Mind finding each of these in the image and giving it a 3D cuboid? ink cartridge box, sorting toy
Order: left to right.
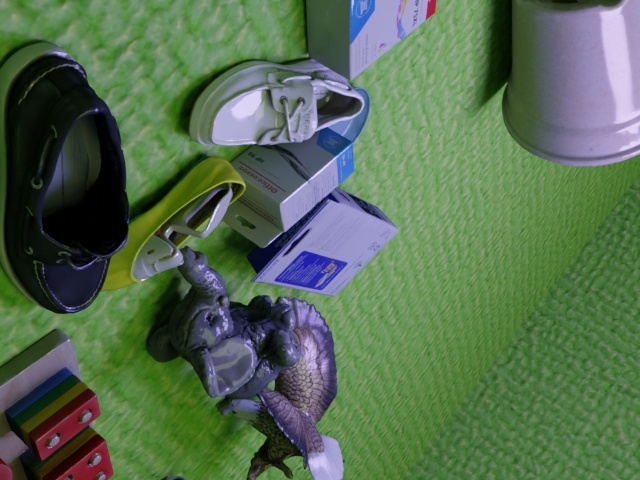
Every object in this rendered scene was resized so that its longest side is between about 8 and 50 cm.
[{"bbox_3d":[-0.372,0.280,1.128,0.255,0.089,0.257,-38,149,-33],"label":"sorting toy"},{"bbox_3d":[-0.052,-0.084,1.238,0.180,0.104,0.060,-43,151,-26],"label":"ink cartridge box"},{"bbox_3d":[0.000,0.000,1.419,0.165,0.065,0.333,-45,161,10],"label":"ink cartridge box"},{"bbox_3d":[0.084,-0.331,1.215,0.231,0.078,0.134,-42,151,-27],"label":"ink cartridge box"}]

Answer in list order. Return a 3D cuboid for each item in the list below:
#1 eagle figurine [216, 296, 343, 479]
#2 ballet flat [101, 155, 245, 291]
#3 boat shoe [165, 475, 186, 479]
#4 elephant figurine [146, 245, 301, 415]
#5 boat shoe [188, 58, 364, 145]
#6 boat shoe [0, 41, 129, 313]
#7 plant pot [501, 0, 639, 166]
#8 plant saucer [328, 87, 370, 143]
[{"bbox_3d":[-0.061,0.278,1.559,0.225,0.226,0.298,-10,137,-30],"label":"eagle figurine"},{"bbox_3d":[-0.180,-0.012,1.132,0.231,0.077,0.077,-46,153,-19],"label":"ballet flat"},{"bbox_3d":[-0.295,0.455,1.496,0.227,0.079,0.081,-33,138,-47],"label":"boat shoe"},{"bbox_3d":[-0.156,0.133,1.298,0.169,0.185,0.239,-20,158,31],"label":"elephant figurine"},{"bbox_3d":[-0.043,-0.167,1.166,0.277,0.096,0.098,-26,142,-46],"label":"boat shoe"},{"bbox_3d":[-0.248,-0.030,0.952,0.127,0.113,0.340,-32,145,-41],"label":"boat shoe"},{"bbox_3d":[0.459,-0.352,1.614,0.334,0.334,0.305,-47,142,-17],"label":"plant pot"},{"bbox_3d":[0.028,-0.174,1.366,0.119,0.021,0.119,-41,151,-28],"label":"plant saucer"}]
